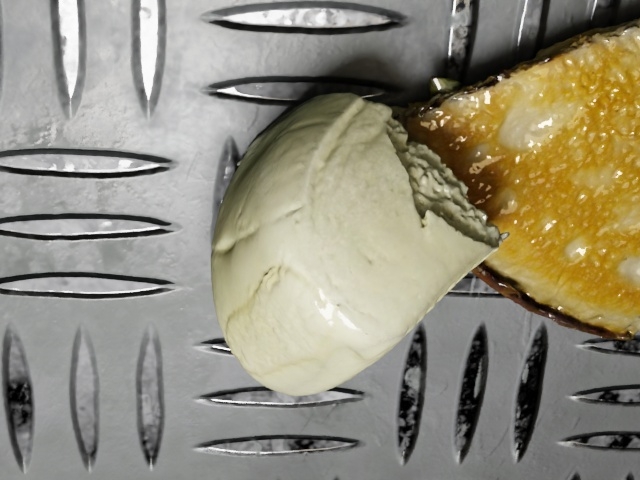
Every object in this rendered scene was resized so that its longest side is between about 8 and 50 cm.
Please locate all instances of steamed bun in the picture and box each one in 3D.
[{"bbox_3d":[0.000,0.000,1.136,0.272,0.273,0.290,46,138,4],"label":"steamed bun"}]

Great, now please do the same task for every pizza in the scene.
[{"bbox_3d":[0.249,-0.078,1.219,0.391,0.080,0.435,3,117,-9],"label":"pizza"}]
